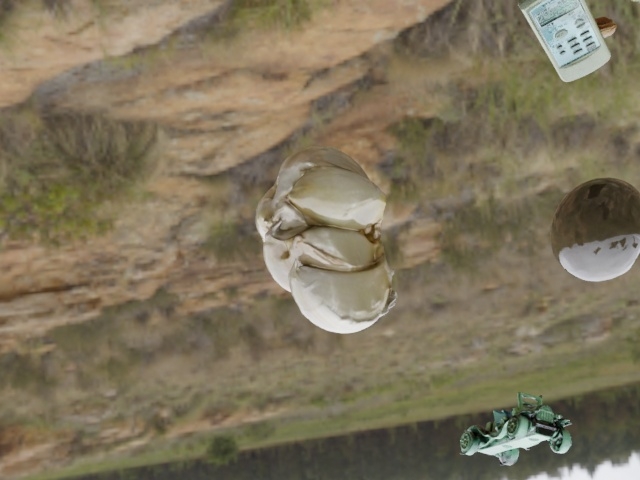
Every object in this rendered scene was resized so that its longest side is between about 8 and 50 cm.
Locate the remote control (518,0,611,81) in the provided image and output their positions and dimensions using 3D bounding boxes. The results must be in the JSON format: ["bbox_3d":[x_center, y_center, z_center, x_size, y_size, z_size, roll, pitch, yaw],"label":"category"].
[{"bbox_3d":[0.421,-0.359,1.613,0.098,0.038,0.233,-28,142,18],"label":"remote control"}]

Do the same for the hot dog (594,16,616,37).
[{"bbox_3d":[0.478,-0.372,1.697,0.122,0.037,0.049,-17,-142,-12],"label":"hot dog"}]

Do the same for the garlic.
[{"bbox_3d":[-0.010,-0.004,1.411,0.203,0.281,0.184,5,174,-39],"label":"garlic"}]

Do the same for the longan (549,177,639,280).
[{"bbox_3d":[0.482,-0.018,1.626,0.189,0.189,0.189,-6,176,0],"label":"longan"}]

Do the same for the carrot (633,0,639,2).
[{"bbox_3d":[0.389,-0.426,1.192,0.066,0.271,0.062,-17,-148,5],"label":"carrot"}]

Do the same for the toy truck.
[{"bbox_3d":[0.247,0.237,1.210,0.080,0.078,0.154,18,153,-17],"label":"toy truck"}]
